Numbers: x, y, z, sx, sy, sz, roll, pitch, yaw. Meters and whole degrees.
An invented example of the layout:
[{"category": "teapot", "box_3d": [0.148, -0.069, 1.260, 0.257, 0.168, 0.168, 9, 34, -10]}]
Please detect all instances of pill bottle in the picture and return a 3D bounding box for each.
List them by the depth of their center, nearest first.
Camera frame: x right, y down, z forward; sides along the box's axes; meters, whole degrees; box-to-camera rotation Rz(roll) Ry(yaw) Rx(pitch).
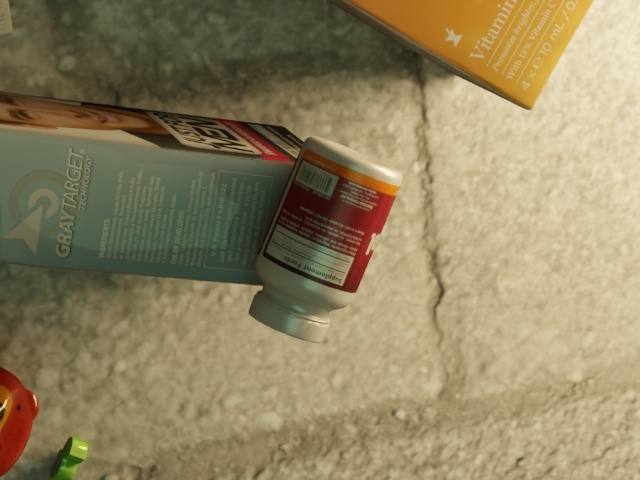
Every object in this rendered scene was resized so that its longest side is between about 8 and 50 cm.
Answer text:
[{"category": "pill bottle", "box_3d": [0.000, 0.000, 1.414, 0.086, 0.086, 0.152, 20, 97, -22]}]

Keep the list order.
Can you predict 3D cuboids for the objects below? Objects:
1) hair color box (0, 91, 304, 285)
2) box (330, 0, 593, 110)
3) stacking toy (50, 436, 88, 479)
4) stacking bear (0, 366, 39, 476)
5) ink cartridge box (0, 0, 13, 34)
[{"category": "hair color box", "box_3d": [-0.188, -0.048, 1.487, 0.375, 0.185, 0.113, 5, 103, -20]}, {"category": "box", "box_3d": [0.070, -0.294, 1.512, 0.345, 0.168, 0.215, 28, 95, -23]}, {"category": "stacking toy", "box_3d": [-0.326, 0.249, 1.599, 0.167, 0.052, 0.221, 25, 96, -23]}, {"category": "stacking bear", "box_3d": [-0.368, 0.105, 1.477, 0.289, 0.164, 0.175, 36, 56, -20]}, {"category": "ink cartridge box", "box_3d": [-0.311, -0.235, 1.410, 0.104, 0.061, 0.181, -16, 147, -14]}]
